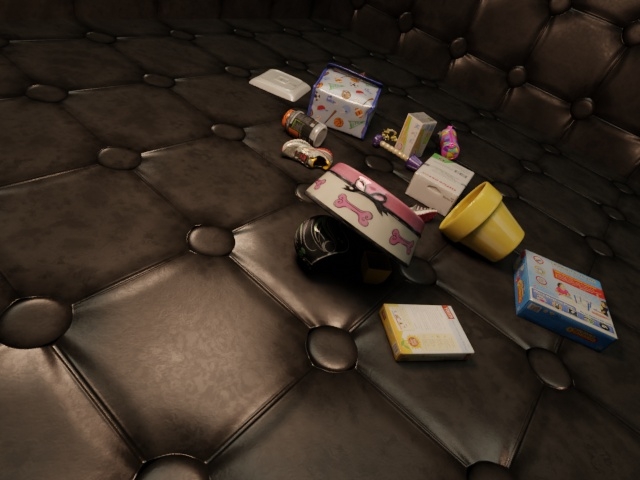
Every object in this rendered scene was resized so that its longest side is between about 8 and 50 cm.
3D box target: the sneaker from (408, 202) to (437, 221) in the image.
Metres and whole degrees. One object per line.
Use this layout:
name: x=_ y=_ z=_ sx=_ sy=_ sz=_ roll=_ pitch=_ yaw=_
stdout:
sneaker: x=0.400 y=-0.119 z=1.706 sx=0.170 sy=0.063 sz=0.074 roll=-8 pitch=53 yaw=-24

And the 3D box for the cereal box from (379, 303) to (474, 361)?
cereal box: x=0.308 y=0.268 z=1.229 sx=0.240 sy=0.047 sz=0.173 roll=6 pitch=41 yaw=-18

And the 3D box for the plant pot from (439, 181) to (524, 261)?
plant pot: x=0.633 y=-0.056 z=1.610 sx=0.239 sy=0.254 sz=0.254 roll=42 pitch=42 yaw=3

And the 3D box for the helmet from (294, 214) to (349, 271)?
helmet: x=0.000 y=0.000 z=1.317 sx=0.169 sy=0.169 sz=0.161 roll=-8 pitch=63 yaw=-31

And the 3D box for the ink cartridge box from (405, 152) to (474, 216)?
ink cartridge box: x=0.537 y=-0.257 z=1.879 sx=0.211 sy=0.121 sz=0.289 roll=33 pitch=41 yaw=15

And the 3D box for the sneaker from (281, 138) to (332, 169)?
sneaker: x=-0.054 y=-0.361 z=1.771 sx=0.225 sy=0.088 sz=0.092 roll=11 pitch=41 yaw=-11

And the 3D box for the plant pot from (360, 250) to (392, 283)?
plant pot: x=0.170 y=0.095 z=1.341 sx=0.081 sy=0.083 sz=0.081 roll=8 pitch=40 yaw=-14

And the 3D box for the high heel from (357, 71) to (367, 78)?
high heel: x=0.169 y=-0.858 z=2.473 sx=0.181 sy=0.127 sz=0.377 roll=-9 pitch=42 yaw=25

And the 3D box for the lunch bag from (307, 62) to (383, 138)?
lunch bag: x=0.139 y=-0.748 z=2.172 sx=0.328 sy=0.239 sz=0.385 roll=22 pitch=43 yaw=1

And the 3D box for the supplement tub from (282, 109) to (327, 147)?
supplement tub: x=-0.075 y=-0.515 z=1.917 sx=0.190 sy=0.117 sz=0.117 roll=34 pitch=41 yaw=15

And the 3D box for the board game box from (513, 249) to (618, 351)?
board game box: x=0.866 y=0.206 z=1.514 sx=0.308 sy=0.086 sz=0.302 roll=25 pitch=39 yaw=5

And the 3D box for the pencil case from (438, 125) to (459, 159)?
pencil case: x=0.704 y=-0.535 z=2.295 sx=0.104 sy=0.104 sz=0.236 roll=18 pitch=40 yaw=-4

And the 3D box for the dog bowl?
dog bowl: x=0.152 y=-0.091 z=1.333 sx=0.408 sy=0.150 sz=0.408 roll=35 pitch=5 yaw=-4

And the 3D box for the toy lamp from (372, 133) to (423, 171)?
toy lamp: x=0.379 y=-0.424 z=2.044 sx=0.275 sy=0.080 sz=0.080 roll=40 pitch=43 yaw=24

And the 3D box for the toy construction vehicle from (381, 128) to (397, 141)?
toy construction vehicle: x=0.365 y=-0.564 z=2.229 sx=0.098 sy=0.035 sz=0.086 roll=10 pitch=40 yaw=-13

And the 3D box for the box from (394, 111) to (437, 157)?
box: x=0.472 y=-0.522 z=2.095 sx=0.114 sy=0.203 sz=0.103 roll=-16 pitch=51 yaw=-34

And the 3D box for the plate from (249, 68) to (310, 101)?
plate: x=-0.216 y=-0.880 z=2.337 sx=0.278 sy=0.045 sz=0.277 roll=25 pitch=39 yaw=5
